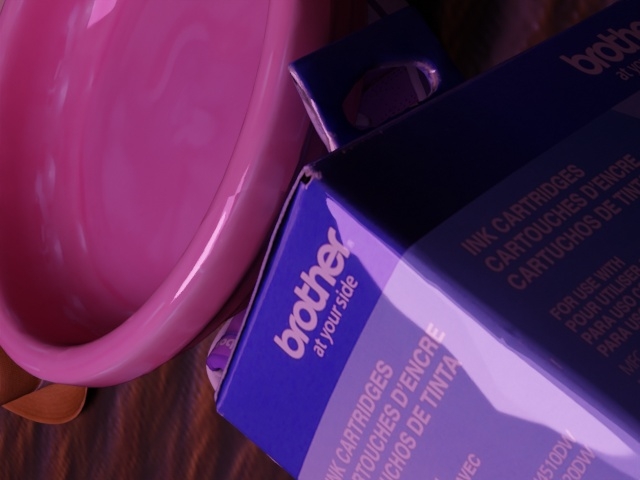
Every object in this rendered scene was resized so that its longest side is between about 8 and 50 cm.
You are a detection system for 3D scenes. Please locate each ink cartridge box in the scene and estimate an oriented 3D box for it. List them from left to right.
[{"bbox_3d":[0.148,0.053,0.652,0.395,0.270,0.151,38,131,19],"label":"ink cartridge box"}]

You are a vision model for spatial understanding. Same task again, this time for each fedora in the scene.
[{"bbox_3d":[-0.265,0.076,1.181,0.194,0.079,0.194,22,127,33],"label":"fedora"}]

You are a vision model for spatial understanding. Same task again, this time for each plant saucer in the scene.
[{"bbox_3d":[-0.082,-0.082,0.824,0.332,0.084,0.332,-24,59,49],"label":"plant saucer"}]

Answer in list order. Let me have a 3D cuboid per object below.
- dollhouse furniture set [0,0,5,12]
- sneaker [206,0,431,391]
[{"bbox_3d":[-0.213,-0.077,0.984,0.101,0.161,0.182,39,135,19],"label":"dollhouse furniture set"},{"bbox_3d":[0.001,0.000,0.838,0.102,0.161,0.282,10,118,40],"label":"sneaker"}]
